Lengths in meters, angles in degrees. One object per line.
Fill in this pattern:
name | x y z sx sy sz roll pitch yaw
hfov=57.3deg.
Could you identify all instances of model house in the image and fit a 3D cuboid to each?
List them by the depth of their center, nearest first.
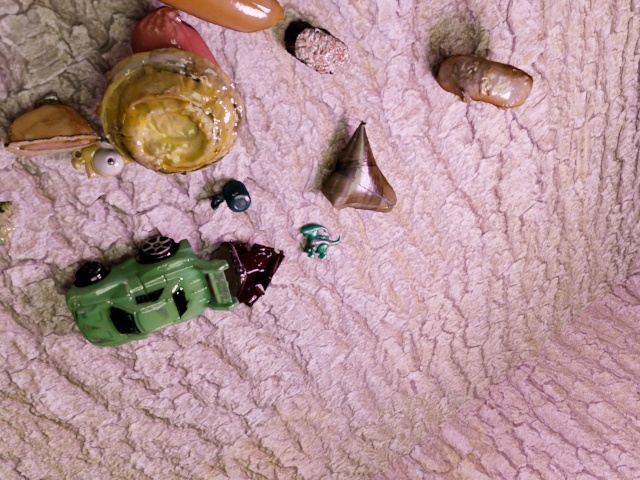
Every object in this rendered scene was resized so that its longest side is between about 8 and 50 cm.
model house | -0.198 0.089 1.556 0.164 0.141 0.203 -24 157 -47

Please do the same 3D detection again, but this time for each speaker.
speaker | -0.218 -0.105 1.408 0.094 0.075 0.060 -9 127 -19

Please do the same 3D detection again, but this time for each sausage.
sausage | -0.213 -0.469 1.092 0.354 0.134 0.116 14 89 -39
sausage | -0.271 -0.334 1.149 0.148 0.148 0.254 -37 131 -7

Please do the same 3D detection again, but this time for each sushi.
sushi | -0.007 -0.429 1.310 0.150 0.078 0.090 12 114 -42

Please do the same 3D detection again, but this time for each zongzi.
zongzi | 0.140 -0.192 1.574 0.221 0.112 0.242 6 117 -37

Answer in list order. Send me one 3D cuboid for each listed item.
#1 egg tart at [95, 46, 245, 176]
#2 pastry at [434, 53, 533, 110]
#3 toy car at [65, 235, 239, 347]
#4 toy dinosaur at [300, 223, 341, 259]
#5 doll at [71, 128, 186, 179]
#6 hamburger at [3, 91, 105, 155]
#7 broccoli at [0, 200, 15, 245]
egg tart | -0.278 -0.222 1.095 0.279 0.095 0.279 -4 134 -4
pastry | 0.429 -0.408 1.531 0.257 0.236 0.121 2 112 -36
toy car | -0.397 0.131 1.384 0.359 0.176 0.213 -23 132 -20
toy dinosaur | 0.000 0.000 1.662 0.132 0.059 0.096 1 116 -27
doll | -0.369 -0.191 1.226 0.291 0.086 0.117 -8 95 -31
hamburger | -0.504 -0.219 1.111 0.176 0.102 0.087 -10 164 -6
broccoli | -0.650 -0.098 1.012 0.263 0.247 0.243 32 64 -9
